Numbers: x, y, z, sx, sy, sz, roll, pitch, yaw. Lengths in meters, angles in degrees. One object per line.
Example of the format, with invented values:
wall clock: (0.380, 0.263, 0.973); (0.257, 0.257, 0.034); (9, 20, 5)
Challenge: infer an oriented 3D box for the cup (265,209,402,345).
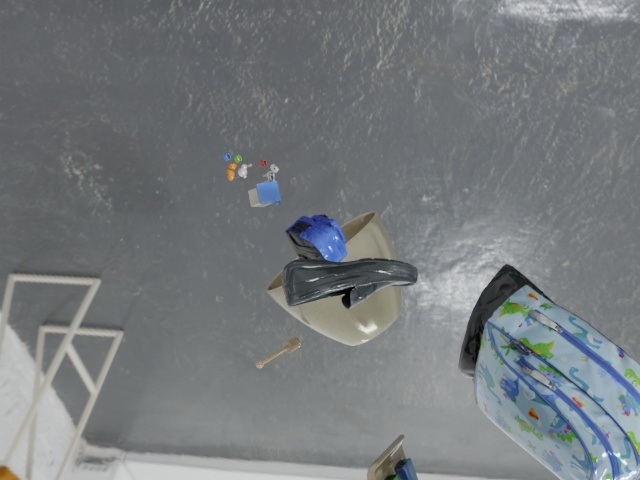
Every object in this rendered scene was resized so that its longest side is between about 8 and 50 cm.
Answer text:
cup: (0.067, 0.115, 1.379); (0.331, 0.331, 0.236); (-31, 99, 33)

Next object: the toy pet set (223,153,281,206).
toy pet set: (-0.122, -0.127, 1.137); (0.065, 0.114, 0.122); (-18, 171, 36)

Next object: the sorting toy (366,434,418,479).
sorting toy: (0.134, 0.468, 0.926); (0.041, 0.228, 0.307); (-18, 169, 19)

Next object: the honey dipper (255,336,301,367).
honey dipper: (-0.102, 0.266, 1.329); (0.031, 0.161, 0.030); (7, 103, 31)

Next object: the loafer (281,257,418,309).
loafer: (0.049, 0.072, 0.896); (0.224, 0.078, 0.076); (-1, 162, -12)

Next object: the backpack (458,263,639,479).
backpack: (0.416, 0.259, 0.984); (0.356, 0.273, 0.290); (28, 143, 28)

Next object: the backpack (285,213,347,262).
backpack: (0.000, 0.000, 1.160); (0.101, 0.120, 0.098); (-44, 125, -13)
